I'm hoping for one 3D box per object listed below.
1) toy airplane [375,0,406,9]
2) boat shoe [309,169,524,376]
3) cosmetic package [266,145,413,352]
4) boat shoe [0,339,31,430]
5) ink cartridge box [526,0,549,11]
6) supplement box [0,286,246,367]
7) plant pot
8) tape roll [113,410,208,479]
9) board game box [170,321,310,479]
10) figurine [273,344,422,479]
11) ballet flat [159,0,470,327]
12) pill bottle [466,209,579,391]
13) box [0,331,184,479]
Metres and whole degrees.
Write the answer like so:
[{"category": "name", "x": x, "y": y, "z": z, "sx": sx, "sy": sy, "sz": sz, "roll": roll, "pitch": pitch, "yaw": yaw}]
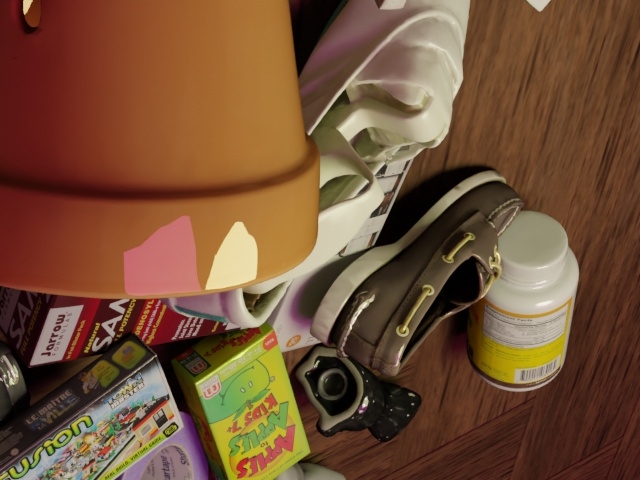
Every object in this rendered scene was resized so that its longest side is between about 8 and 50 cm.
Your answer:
[{"category": "toy airplane", "x": 0.079, "y": -0.294, "z": 1.028, "sx": 0.386, "sy": 0.272, "sz": 0.384, "roll": -34, "pitch": 140, "yaw": 18}, {"category": "boat shoe", "x": 0.119, "y": 0.031, "z": 1.553, "sx": 0.324, "sy": 0.097, "sz": 0.116, "roll": -35, "pitch": 153, "yaw": -46}, {"category": "cosmetic package", "x": 0.000, "y": 0.000, "z": 1.485, "sx": 0.099, "sy": 0.060, "sz": 0.239, "roll": -10, "pitch": 135, "yaw": -40}, {"category": "boat shoe", "x": -0.275, "y": 0.168, "z": 1.364, "sx": 0.079, "sy": 0.084, "sz": 0.233, "roll": -52, "pitch": 157, "yaw": -26}, {"category": "ink cartridge box", "x": 0.163, "y": -0.288, "z": 1.325, "sx": 0.109, "sy": 0.062, "sz": 0.209, "roll": -49, "pitch": 147, "yaw": 9}, {"category": "supplement box", "x": -0.148, "y": 0.023, "z": 1.339, "sx": 0.239, "sy": 0.073, "sz": 0.130, "roll": -8, "pitch": 134, "yaw": -41}, {"category": "plant pot", "x": -0.137, "y": -0.109, "z": 0.977, "sx": 0.291, "sy": 0.291, "sz": 0.203, "roll": -11, "pitch": 115, "yaw": -40}, {"category": "tape roll", "x": -0.182, "y": 0.246, "z": 1.466, "sx": 0.189, "sy": 0.080, "sz": 0.189, "roll": 8, "pitch": 90, "yaw": -67}, {"category": "board game box", "x": -0.073, "y": 0.159, "z": 1.487, "sx": 0.092, "sy": 0.043, "sz": 0.181, "roll": -34, "pitch": 136, "yaw": -21}, {"category": "figurine", "x": 0.007, "y": 0.229, "z": 1.741, "sx": 0.215, "sy": 0.092, "sz": 0.209, "roll": -47, "pitch": 152, "yaw": 7}, {"category": "ballet flat", "x": 0.025, "y": -0.081, "z": 1.279, "sx": 0.400, "sy": 0.139, "sz": 0.139, "roll": -49, "pitch": 149, "yaw": -13}, {"category": "pill bottle", "x": 0.225, "y": 0.066, "z": 1.754, "sx": 0.117, "sy": 0.117, "sz": 0.215, "roll": -29, "pitch": 145, "yaw": -21}, {"category": "box", "x": -0.218, "y": 0.178, "z": 1.321, "sx": 0.207, "sy": 0.036, "sz": 0.114, "roll": -36, "pitch": 143, "yaw": -19}]
